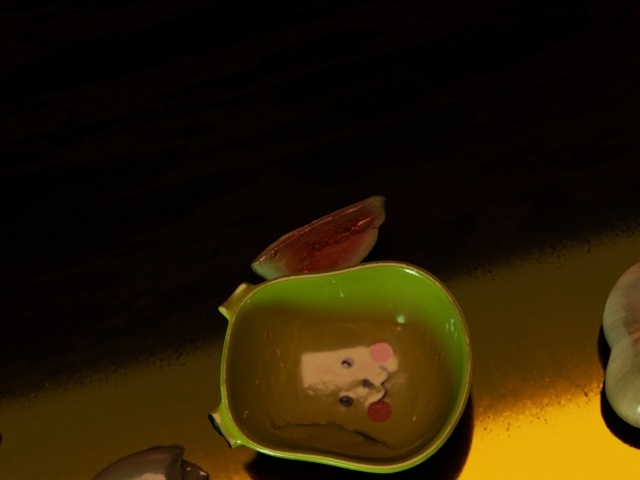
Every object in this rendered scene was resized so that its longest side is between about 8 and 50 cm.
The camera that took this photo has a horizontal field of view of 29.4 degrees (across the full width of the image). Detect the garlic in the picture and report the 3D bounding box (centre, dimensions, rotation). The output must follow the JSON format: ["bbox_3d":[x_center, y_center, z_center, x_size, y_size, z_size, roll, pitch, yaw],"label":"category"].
[{"bbox_3d":[0.345,0.107,1.240,0.124,0.099,0.174,4,65,26],"label":"garlic"}]

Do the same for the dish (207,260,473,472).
[{"bbox_3d":[0.025,0.142,1.258,0.262,0.108,0.221,-1,65,6],"label":"dish"}]

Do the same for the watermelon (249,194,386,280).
[{"bbox_3d":[0.005,0.011,1.348,0.163,0.087,0.069,-27,95,-4],"label":"watermelon"}]

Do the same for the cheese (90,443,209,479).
[{"bbox_3d":[-0.177,0.304,1.219,0.175,0.091,0.202,3,65,8],"label":"cheese"}]
